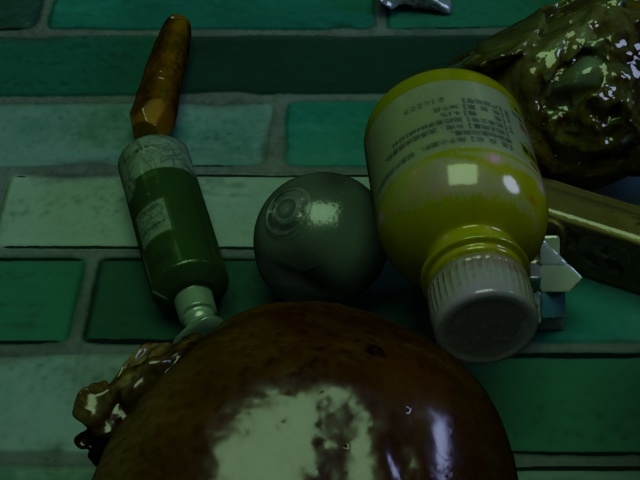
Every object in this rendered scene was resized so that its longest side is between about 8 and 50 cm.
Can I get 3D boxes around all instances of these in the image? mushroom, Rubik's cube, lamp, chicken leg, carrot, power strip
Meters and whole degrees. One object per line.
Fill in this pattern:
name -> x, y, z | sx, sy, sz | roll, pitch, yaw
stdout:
mushroom -> -0.017, 0.144, 0.780 | 0.283, 0.195, 0.263 | 16, 53, 17
Rubik's cube -> 0.152, 0.026, 0.978 | 0.075, 0.073, 0.084 | -13, 44, -10
lamp -> 0.000, 0.000, 0.987 | 0.105, 0.105, 0.105 | -1, 45, 1
chicken leg -> 0.259, -0.182, 1.144 | 0.201, 0.153, 0.429 | 11, 38, 23
carrot -> -0.141, -0.149, 1.190 | 0.042, 0.042, 0.171 | 2, 42, 4
power strip -> 0.256, 0.013, 0.994 | 0.305, 0.064, 0.044 | 19, 54, 20

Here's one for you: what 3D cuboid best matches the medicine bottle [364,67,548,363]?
medicine bottle -> 0.098, -0.014, 0.903 | 0.121, 0.122, 0.213 | -4, 42, -2

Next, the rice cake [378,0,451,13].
rice cake -> 0.106, -0.329, 1.362 | 0.081, 0.051, 0.290 | 29, 43, -17

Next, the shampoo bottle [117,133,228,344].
shampoo bottle -> -0.113, 0.004, 1.020 | 0.065, 0.065, 0.204 | -12, 46, -10
